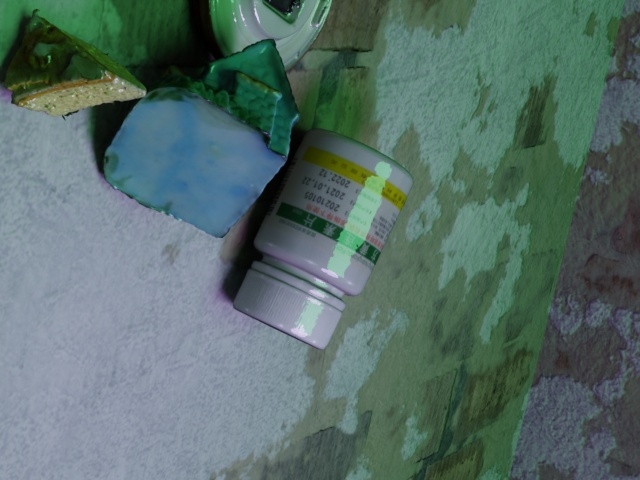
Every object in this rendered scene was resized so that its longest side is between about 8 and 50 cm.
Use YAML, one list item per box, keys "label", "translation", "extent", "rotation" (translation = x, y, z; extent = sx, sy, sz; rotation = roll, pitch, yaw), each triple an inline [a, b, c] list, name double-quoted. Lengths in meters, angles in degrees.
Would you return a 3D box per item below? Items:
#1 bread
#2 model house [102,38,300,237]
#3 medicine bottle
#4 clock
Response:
- label: "bread"
  translation: [-0.320, -0.212, 1.791]
  extent: [0.127, 0.152, 0.147]
  rotation: [-67, 157, 1]
- label: "model house"
  translation: [-0.161, -0.192, 1.985]
  extent: [0.261, 0.226, 0.241]
  rotation: [-46, -159, 46]
- label: "medicine bottle"
  translation: [0.000, 0.000, 2.325]
  extent: [0.208, 0.208, 0.339]
  rotation: [34, 80, -57]
- label: "clock"
  translation: [-0.072, -0.401, 2.099]
  extent: [0.318, 0.080, 0.318]
  rotation: [-34, 135, -42]
